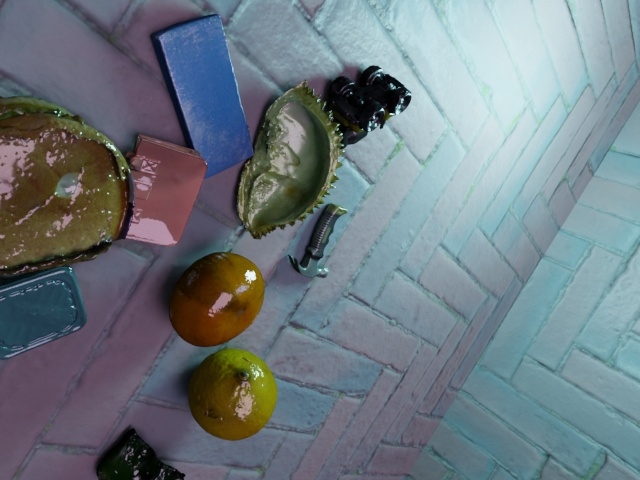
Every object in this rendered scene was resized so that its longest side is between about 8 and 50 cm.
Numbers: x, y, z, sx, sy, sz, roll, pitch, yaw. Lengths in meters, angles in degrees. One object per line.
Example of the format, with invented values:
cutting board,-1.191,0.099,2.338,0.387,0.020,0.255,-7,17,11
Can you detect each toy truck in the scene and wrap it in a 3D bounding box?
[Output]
toy truck,0.118,-0.337,1.329,0.224,0.147,0.165,-33,156,-29

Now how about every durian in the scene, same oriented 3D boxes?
durian,-0.070,-0.171,1.224,0.198,0.163,0.395,19,106,-45

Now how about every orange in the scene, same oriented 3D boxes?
orange,-0.248,0.136,1.213,0.240,0.171,0.240,-36,147,-27

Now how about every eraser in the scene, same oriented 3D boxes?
eraser,-0.237,-0.294,1.068,0.144,0.042,0.312,-32,132,-26

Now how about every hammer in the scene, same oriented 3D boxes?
hammer,0.000,0.000,1.469,0.158,0.041,0.227,17,101,-49

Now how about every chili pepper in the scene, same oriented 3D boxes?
chili pepper,-0.456,0.622,1.336,0.148,0.116,0.265,-41,135,-15

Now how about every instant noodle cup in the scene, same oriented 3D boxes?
instant noodle cup,-0.560,0.128,0.984,0.179,0.070,0.157,-23,129,-34

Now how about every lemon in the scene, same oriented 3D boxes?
lemon,-0.228,0.412,1.355,0.228,0.228,0.254,-39,136,-21

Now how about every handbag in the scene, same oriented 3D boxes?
handbag,-0.338,-0.100,1.053,0.157,0.059,0.213,13,111,-35

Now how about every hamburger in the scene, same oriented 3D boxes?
hamburger,-0.477,-0.089,0.846,0.317,0.195,0.277,-7,115,-44
